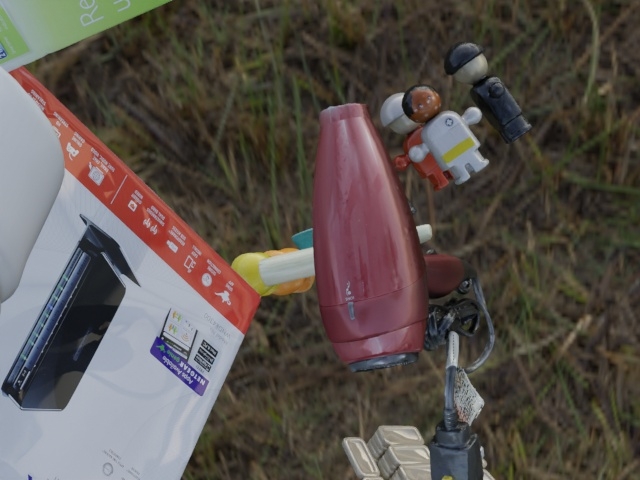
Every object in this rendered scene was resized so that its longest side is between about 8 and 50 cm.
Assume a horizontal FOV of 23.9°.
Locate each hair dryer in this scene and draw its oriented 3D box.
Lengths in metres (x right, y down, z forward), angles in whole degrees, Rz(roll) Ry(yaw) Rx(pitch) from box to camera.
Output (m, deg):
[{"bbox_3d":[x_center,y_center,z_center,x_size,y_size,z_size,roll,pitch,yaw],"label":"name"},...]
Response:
[{"bbox_3d":[0.055,0.030,1.135,0.080,0.293,0.223,-13,30,16],"label":"hair dryer"}]

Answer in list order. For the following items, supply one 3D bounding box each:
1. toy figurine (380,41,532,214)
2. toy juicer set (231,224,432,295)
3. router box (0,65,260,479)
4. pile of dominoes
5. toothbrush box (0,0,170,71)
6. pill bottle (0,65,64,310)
[{"bbox_3d":[0.141,-0.140,1.963,0.148,0.213,0.209,54,43,-2],"label":"toy figurine"},{"bbox_3d":[0.000,0.000,1.657,0.209,0.329,0.089,-12,85,-3],"label":"toy juicer set"},{"bbox_3d":[-0.227,0.073,1.227,0.082,0.335,0.301,-9,47,42],"label":"router box"},{"bbox_3d":[0.137,0.319,1.734,0.196,0.040,0.251,5,40,-34],"label":"pile of dominoes"},{"bbox_3d":[-0.233,-0.223,0.979,0.283,0.206,0.122,-22,42,2],"label":"toothbrush box"},{"bbox_3d":[-0.227,0.095,0.449,0.204,0.204,0.361,16,67,14],"label":"pill bottle"}]
